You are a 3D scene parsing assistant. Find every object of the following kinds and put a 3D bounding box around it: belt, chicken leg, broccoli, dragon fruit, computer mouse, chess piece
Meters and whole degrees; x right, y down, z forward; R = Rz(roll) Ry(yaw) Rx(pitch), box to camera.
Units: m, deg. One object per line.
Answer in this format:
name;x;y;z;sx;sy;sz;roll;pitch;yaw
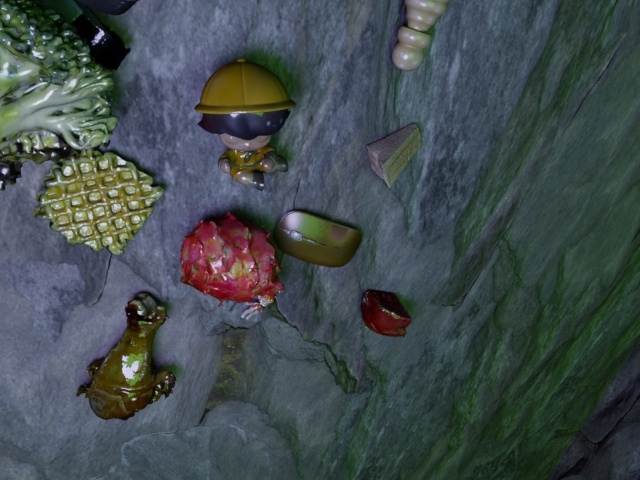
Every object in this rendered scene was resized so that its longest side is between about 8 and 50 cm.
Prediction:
belt;-0.393;-0.354;0.747;0.058;0.105;0.140;-42;116;6
chicken leg;-0.456;0.320;1.107;0.212;0.140;0.361;29;109;-25
broccoli;-0.503;-0.245;0.679;0.272;0.324;0.334;-46;151;-24
dragon fruit;-0.188;0.049;1.022;0.268;0.210;0.205;34;143;-32
computer mouse;0.000;0.000;1.153;0.245;0.056;0.126;19;110;-29
chess piece;0.204;-0.454;0.948;0.094;0.094;0.170;4;125;-24
dragon fruit;0.182;0.241;1.334;0.127;0.120;0.161;6;121;-19

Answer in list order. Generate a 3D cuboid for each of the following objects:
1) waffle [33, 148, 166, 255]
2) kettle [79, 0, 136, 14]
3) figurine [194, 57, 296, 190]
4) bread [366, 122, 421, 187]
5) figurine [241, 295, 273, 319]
waffle;-0.463;-0.082;0.914;0.204;0.054;0.223;31;102;-33
kettle;-0.228;-0.504;0.612;0.324;0.321;0.228;-29;92;21
figurine;-0.150;-0.230;0.889;0.192;0.167;0.256;-21;148;-25
bread;0.197;-0.209;1.075;0.152;0.105;0.077;-28;132;-4
figurine;-0.171;0.172;1.193;0.109;0.047;0.064;-43;133;17
